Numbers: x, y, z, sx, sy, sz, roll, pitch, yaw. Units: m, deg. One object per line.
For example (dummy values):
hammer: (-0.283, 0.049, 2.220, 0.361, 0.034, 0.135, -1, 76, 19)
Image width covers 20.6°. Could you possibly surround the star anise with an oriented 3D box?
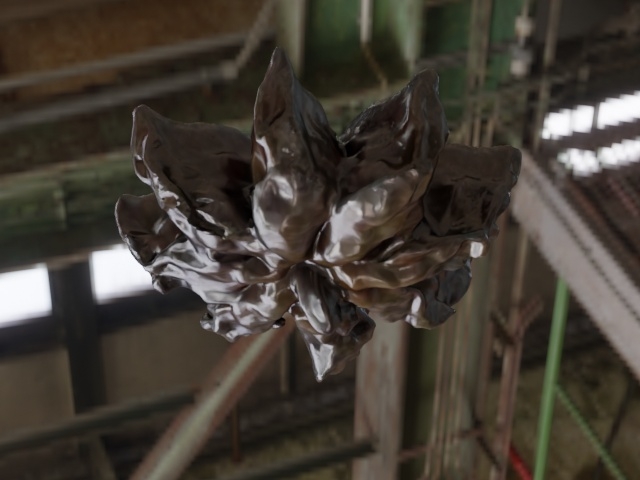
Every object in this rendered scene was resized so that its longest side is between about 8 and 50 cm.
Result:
star anise: (0.001, 0.001, 1.004, 0.223, 0.236, 0.109, -25, -130, 25)
